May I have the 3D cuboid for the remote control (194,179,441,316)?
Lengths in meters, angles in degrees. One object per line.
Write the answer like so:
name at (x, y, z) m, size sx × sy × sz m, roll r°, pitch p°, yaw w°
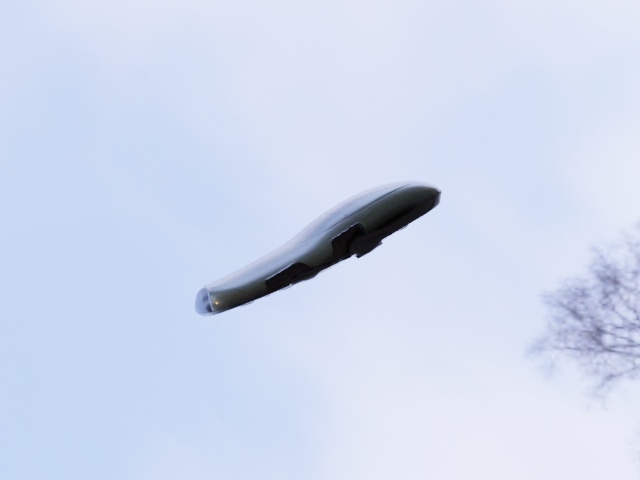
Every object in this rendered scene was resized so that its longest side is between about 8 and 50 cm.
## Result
remote control at (0.000, 0.002, 0.954) m, size 0.256 × 0.097 × 0.045 m, roll -29°, pitch -79°, yaw -23°
